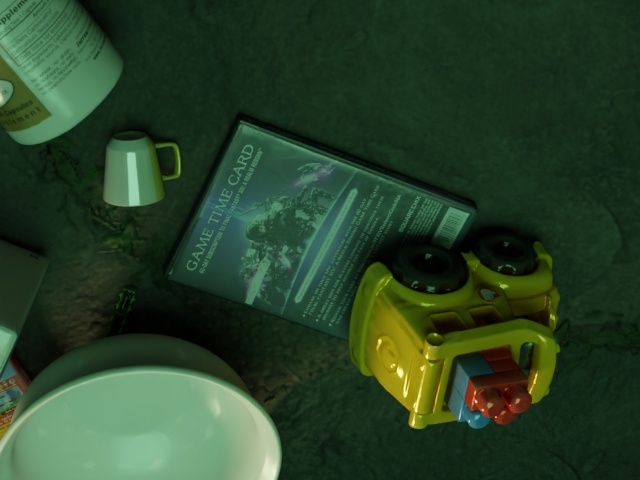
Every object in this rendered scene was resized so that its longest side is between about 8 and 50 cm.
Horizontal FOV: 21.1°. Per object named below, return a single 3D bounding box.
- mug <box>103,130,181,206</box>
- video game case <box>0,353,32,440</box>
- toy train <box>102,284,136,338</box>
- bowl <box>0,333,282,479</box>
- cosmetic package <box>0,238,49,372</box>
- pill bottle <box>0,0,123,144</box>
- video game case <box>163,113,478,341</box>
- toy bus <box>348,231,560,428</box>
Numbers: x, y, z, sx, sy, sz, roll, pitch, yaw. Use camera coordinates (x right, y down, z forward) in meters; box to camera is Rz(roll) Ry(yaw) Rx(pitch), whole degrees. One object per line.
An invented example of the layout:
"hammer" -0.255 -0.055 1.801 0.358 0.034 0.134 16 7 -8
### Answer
"mug" -0.183 -0.076 1.705 0.062 0.078 0.064 7 113 25
"video game case" -0.383 0.223 1.852 0.204 0.025 0.285 -25 119 7
"toy train" -0.212 0.084 1.799 0.017 0.024 0.083 22 114 -5
"bowl" -0.194 0.193 1.783 0.297 0.134 0.298 -6 133 -7
"cosmetic package" -0.377 0.121 1.657 0.138 0.224 0.225 24 105 -8
"pill bottle" -0.297 -0.210 1.565 0.131 0.131 0.229 -33 118 10
"video game case" 0.000 0.000 1.782 0.274 0.026 0.196 20 114 -17
"toy bus" 0.168 0.108 1.740 0.220 0.211 0.149 -9 126 -25
